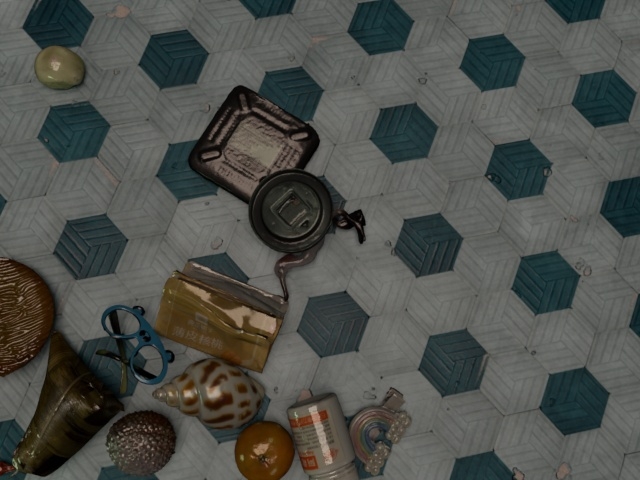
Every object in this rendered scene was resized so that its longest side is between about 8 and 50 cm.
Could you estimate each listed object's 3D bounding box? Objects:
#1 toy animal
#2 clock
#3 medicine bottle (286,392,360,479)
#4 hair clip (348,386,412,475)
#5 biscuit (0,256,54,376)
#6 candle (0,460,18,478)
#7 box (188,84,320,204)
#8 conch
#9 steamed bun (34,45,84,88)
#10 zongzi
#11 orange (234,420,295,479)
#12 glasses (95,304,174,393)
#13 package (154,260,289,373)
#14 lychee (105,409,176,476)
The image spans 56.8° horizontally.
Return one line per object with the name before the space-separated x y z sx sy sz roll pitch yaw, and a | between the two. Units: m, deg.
toy animal | -0.024 -0.009 1.614 0.324 0.090 0.195 -37 84 -10
clock | -0.077 -0.076 1.560 0.226 0.049 0.226 -1 80 5
medicine bottle | 0.013 0.530 1.516 0.144 0.144 0.252 -20 84 -5
hair clip | 0.152 0.499 1.579 0.140 0.054 0.220 36 85 -4
biscuit | -0.851 0.196 1.520 0.318 0.040 0.318 3 73 -9
candle | -0.854 0.591 1.509 0.162 0.053 0.048 -3 88 -6
box | -0.184 -0.254 1.649 0.290 0.073 0.289 32 82 1
conch | -0.282 0.394 1.515 0.275 0.149 0.182 4 81 -3
steamed bun | -0.730 -0.486 1.646 0.130 0.091 0.112 2 80 -2
zongzi | -0.691 0.414 1.513 0.286 0.134 0.288 -43 73 -3
orange | -0.143 0.543 1.515 0.156 0.124 0.156 0 79 -1
glasses | -0.505 0.302 1.518 0.207 0.102 0.239 -47 72 17
package | -0.259 0.196 1.538 0.311 0.165 0.221 23 82 1
lychee | -0.445 0.513 1.495 0.165 0.197 0.165 -15 47 17
